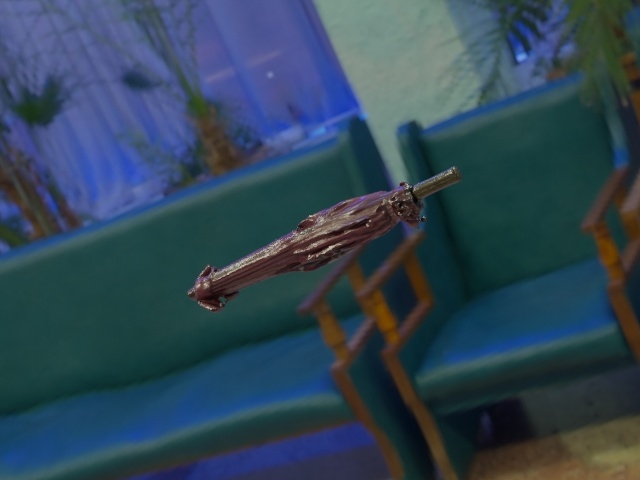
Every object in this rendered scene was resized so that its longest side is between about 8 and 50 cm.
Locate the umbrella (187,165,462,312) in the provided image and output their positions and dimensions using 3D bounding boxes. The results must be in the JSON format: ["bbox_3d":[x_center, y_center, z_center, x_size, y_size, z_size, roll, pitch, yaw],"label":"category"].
[{"bbox_3d":[0.000,0.000,0.682,0.165,0.027,0.025,-23,-3,27],"label":"umbrella"}]
